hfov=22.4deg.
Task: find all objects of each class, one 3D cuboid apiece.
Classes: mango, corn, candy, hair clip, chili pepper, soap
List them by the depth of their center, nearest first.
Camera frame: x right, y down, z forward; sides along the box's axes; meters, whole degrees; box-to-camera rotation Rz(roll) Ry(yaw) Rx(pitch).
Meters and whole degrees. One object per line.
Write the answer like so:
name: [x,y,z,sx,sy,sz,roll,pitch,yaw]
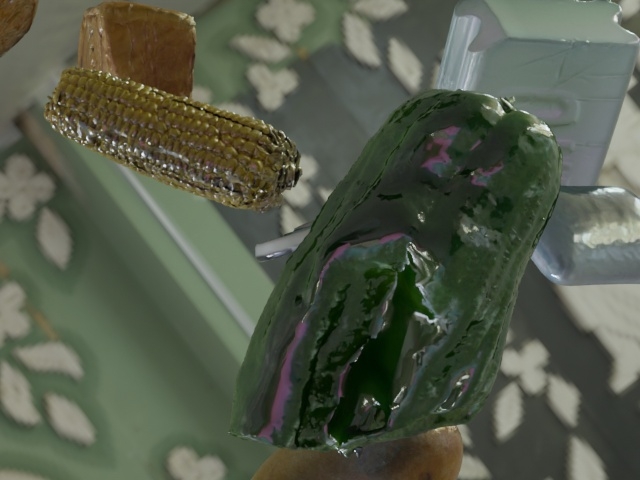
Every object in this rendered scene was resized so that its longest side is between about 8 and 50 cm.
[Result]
chili pepper: [0.068,0.035,1.407,0.385,0.213,0.167,-60,-28,-2]
candy: [0.281,-0.005,1.669,0.174,0.138,0.071,-1,-48,-32]
hair clip: [0.000,0.000,1.701,0.140,0.054,0.220,-18,-1,-1]
corn: [-0.174,-0.118,1.910,0.115,0.318,0.115,20,-90,-81]
soap: [0.238,-0.124,1.963,0.208,0.115,0.347,2,-52,-12]
mango: [0.038,0.365,2.381,0.384,0.221,0.199,-33,-22,-7]

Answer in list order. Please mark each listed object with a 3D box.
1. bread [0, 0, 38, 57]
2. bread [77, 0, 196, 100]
bread: [-0.288,-0.156,1.126,0.210,0.099,0.235,-49,1,-19]
bread: [-0.257,-0.252,2.258,0.143,0.158,0.149,-2,2,-19]
